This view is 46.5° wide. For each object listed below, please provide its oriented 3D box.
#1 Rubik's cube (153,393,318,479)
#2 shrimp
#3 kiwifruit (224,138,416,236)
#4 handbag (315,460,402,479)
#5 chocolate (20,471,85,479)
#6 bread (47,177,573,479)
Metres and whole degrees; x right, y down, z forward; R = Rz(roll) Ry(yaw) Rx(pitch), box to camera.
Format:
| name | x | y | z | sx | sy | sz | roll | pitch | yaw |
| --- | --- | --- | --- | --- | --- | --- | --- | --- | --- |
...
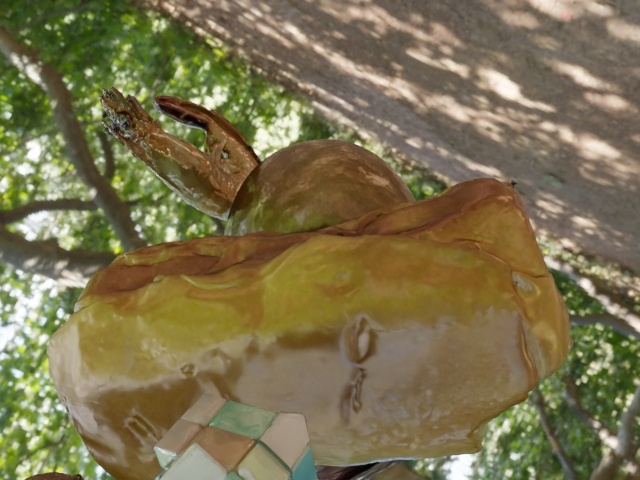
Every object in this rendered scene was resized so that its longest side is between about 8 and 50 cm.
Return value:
| name | x | y | z | sx | sy | sz | roll | pitch | yaw |
| --- | --- | --- | --- | --- | --- | --- | --- | --- | --- |
| Rubik's cube | -0.047 | 0.113 | 0.344 | 0.084 | 0.073 | 0.075 | -1 | -150 | 12 |
| shrimp | -0.141 | -0.106 | 0.820 | 0.236 | 0.133 | 0.053 | 32 | 147 | -33 |
| kiwifruit | 0.000 | 0.000 | 0.724 | 0.196 | 0.196 | 0.234 | 28 | 180 | -17 |
| handbag | 0.000 | 0.215 | 0.813 | 0.135 | 0.225 | 0.146 | 57 | 170 | 32 |
| chocolate | -0.247 | 0.260 | 0.635 | 0.127 | 0.124 | 0.133 | 46 | -168 | 15 |
| bread | -0.005 | 0.077 | 0.523 | 0.344 | 0.149 | 0.195 | -11 | 127 | 14 |
